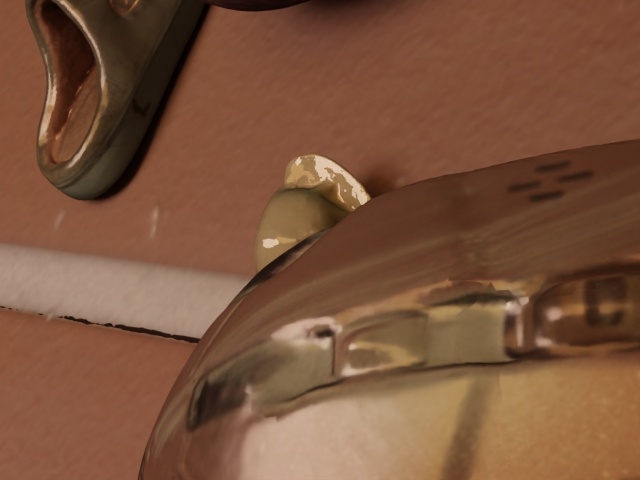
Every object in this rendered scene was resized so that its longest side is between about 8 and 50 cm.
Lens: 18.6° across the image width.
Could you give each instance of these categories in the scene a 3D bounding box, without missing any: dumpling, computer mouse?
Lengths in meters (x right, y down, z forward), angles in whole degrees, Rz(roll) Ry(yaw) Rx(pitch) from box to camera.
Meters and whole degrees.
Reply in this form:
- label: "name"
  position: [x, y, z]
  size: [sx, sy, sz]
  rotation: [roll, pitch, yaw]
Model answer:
- label: "dumpling"
  position: [0.000, 0.001, 0.863]
  size: [0.059, 0.043, 0.077]
  rotation: [-8, 42, 27]
- label: "computer mouse"
  position: [0.055, 0.057, 0.703]
  size: [0.389, 0.115, 0.199]
  rotation: [-25, 51, 37]

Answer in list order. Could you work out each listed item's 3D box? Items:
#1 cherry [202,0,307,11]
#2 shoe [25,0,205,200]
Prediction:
- label: "cherry"
  position: [-0.016, -0.189, 0.938]
  size: [0.176, 0.140, 0.176]
  rotation: [-169, 90, -70]
- label: "shoe"
  position: [-0.118, -0.120, 1.052]
  size: [0.079, 0.078, 0.195]
  rotation: [-1, 68, 49]
